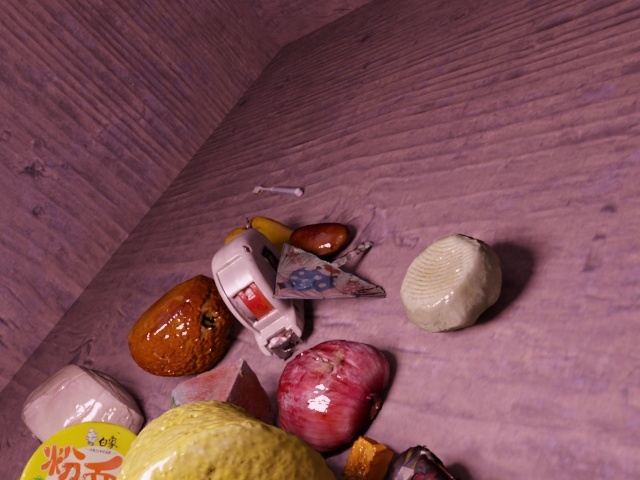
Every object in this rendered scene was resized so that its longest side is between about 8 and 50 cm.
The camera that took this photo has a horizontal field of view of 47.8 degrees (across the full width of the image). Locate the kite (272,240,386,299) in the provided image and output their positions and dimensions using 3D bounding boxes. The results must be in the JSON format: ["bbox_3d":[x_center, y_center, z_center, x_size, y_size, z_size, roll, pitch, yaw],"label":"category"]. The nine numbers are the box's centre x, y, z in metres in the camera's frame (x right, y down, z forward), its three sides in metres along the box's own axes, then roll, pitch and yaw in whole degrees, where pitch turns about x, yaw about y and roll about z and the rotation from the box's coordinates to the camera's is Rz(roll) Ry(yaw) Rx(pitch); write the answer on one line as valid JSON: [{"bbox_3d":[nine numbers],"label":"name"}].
[{"bbox_3d":[0.015,0.069,1.615,0.314,0.011,0.335,-27,38,-37],"label":"kite"}]

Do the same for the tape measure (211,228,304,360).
[{"bbox_3d":[-0.131,0.106,1.671,0.130,0.265,0.258,-33,19,15],"label":"tape measure"}]

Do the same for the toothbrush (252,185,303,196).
[{"bbox_3d":[-0.144,-0.162,2.364,0.030,0.025,0.342,-58,27,-13],"label":"toothbrush"}]

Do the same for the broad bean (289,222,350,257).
[{"bbox_3d":[0.000,0.000,1.816,0.165,0.084,0.114,0,49,43],"label":"broad bean"}]

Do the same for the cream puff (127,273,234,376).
[{"bbox_3d":[-0.340,0.229,1.829,0.303,0.212,0.303,-39,14,12],"label":"cream puff"}]

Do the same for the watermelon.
[{"bbox_3d":[-0.166,0.370,1.404,0.201,0.213,0.261,-35,26,-22],"label":"watermelon"}]

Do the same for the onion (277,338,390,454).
[{"bbox_3d":[-0.013,0.276,1.361,0.283,0.120,0.227,-15,33,47],"label":"onion"}]

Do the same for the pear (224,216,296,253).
[{"bbox_3d":[-0.175,0.033,1.929,0.267,0.178,0.267,-39,23,20],"label":"pear"}]

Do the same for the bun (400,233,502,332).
[{"bbox_3d":[0.240,0.082,1.282,0.195,0.118,0.195,-41,23,21],"label":"bun"}]

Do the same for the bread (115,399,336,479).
[{"bbox_3d":[-0.155,0.413,1.106,0.348,0.348,0.308,-47,20,-8],"label":"bread"}]

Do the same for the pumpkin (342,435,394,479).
[{"bbox_3d":[0.079,0.361,1.163,0.074,0.054,0.083,11,79,65],"label":"pumpkin"}]

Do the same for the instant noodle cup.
[{"bbox_3d":[-0.510,0.553,1.506,0.221,0.311,0.311,-33,25,47],"label":"instant noodle cup"}]

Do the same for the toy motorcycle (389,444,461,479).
[{"bbox_3d":[0.163,0.398,0.881,0.207,0.134,0.401,-50,24,-12],"label":"toy motorcycle"}]

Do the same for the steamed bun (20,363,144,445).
[{"bbox_3d":[-0.646,0.449,1.907,0.247,0.236,0.383,-51,26,-18],"label":"steamed bun"}]
